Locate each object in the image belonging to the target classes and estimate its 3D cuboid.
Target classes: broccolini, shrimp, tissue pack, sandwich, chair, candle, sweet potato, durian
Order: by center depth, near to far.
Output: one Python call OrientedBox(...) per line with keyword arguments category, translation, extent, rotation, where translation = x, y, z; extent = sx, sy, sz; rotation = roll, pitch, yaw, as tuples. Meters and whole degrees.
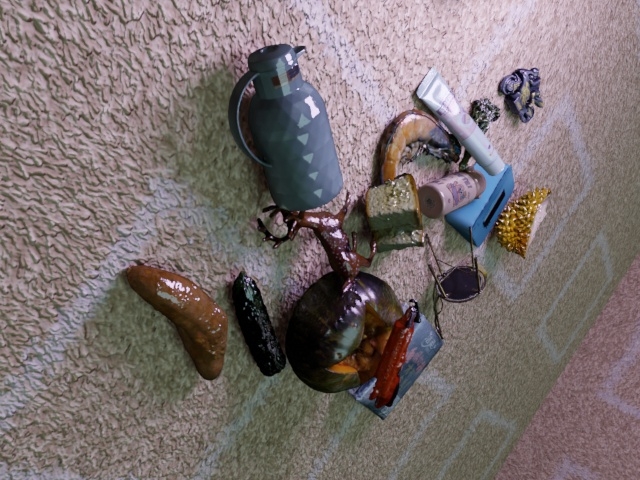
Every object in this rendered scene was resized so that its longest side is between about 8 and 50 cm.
OrientedBox(category="sweet potato", translation=(-0.239, 0.158, 0.994), extent=(0.114, 0.092, 0.341), rotation=(-23, 131, -2))
OrientedBox(category="candle", translation=(0.175, 0.265, 1.186), extent=(0.084, 0.059, 0.301), rotation=(-15, 126, -53))
OrientedBox(category="sandwich", translation=(0.189, -0.034, 1.246), extent=(0.235, 0.122, 0.128), rotation=(65, 20, -48))
OrientedBox(category="shrimp", translation=(0.246, -0.195, 1.275), extent=(0.290, 0.054, 0.222), rotation=(9, 105, -43))
OrientedBox(category="broccolini", translation=(0.411, -0.278, 1.353), extent=(0.201, 0.074, 0.058), rotation=(-67, 157, -7))
OrientedBox(category="chair", translation=(0.396, 0.128, 1.509), extent=(0.159, 0.170, 0.325), rotation=(-82, 155, -49))
OrientedBox(category="tissue pack", translation=(0.224, 0.369, 1.546), extent=(0.315, 0.103, 0.228), rotation=(-50, 139, -9))
OrientedBox(category="durian", translation=(0.656, -0.078, 1.674), extent=(0.249, 0.138, 0.183), rotation=(-48, 136, -21))

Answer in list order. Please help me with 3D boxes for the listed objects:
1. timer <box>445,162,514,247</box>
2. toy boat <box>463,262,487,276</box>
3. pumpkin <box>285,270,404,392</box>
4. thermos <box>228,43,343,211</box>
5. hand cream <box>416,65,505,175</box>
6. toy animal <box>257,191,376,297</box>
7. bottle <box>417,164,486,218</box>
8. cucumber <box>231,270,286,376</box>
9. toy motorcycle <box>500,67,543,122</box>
OrientedBox(category="timer", translation=(0.494, -0.111, 1.569), extent=(0.232, 0.091, 0.250), rotation=(-59, 150, -1))
OrientedBox(category="toy boat", translation=(0.499, 0.112, 1.692), extent=(0.172, 0.065, 0.066), rotation=(2, 134, -43))
OrientedBox(category="pumpkin", translation=(0.059, 0.217, 1.233), extent=(0.320, 0.192, 0.320), rotation=(-24, 127, -36))
OrientedBox(category="thermos", translation=(-0.066, -0.192, 0.916), extent=(0.182, 0.145, 0.286), rotation=(-39, 133, -24))
OrientedBox(category="hand cream", translation=(0.350, -0.282, 1.281), extent=(0.331, 0.058, 0.085), rotation=(40, 77, -26))
OrientedBox(category="toy animal", translation=(0.012, -0.010, 1.084), extent=(0.087, 0.243, 0.260), rotation=(-37, -178, 39))
OrientedBox(category="bottle", translation=(0.359, -0.139, 1.389), extent=(0.209, 0.097, 0.110), rotation=(-24, 104, -34))
OrientedBox(category="cucumber", translation=(-0.140, 0.184, 1.119), extent=(0.072, 0.072, 0.300), rotation=(-35, 131, -24))
OrientedBox(category="toy motorcycle", translation=(0.579, -0.424, 1.457), extent=(0.193, 0.061, 0.124), rotation=(34, 95, -40))
